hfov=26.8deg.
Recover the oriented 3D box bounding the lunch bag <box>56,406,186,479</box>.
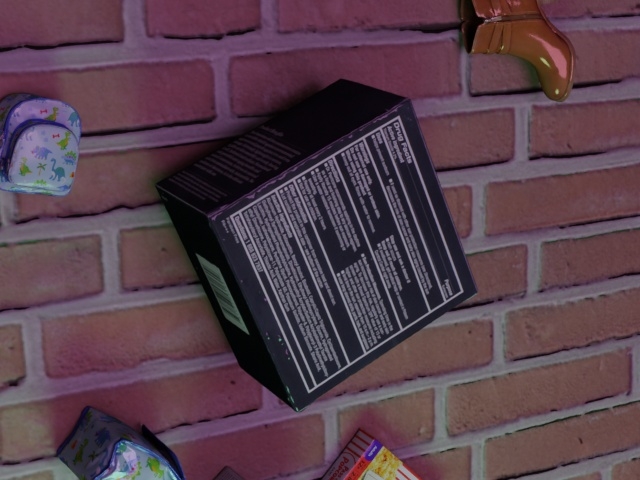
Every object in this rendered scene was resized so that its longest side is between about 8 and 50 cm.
[{"bbox_3d":[-0.236,0.289,1.703,0.151,0.129,0.096,38,83,-31],"label":"lunch bag"}]

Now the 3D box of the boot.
[{"bbox_3d":[0.273,-0.277,1.888,0.152,0.073,0.197,-18,100,-27],"label":"boot"}]

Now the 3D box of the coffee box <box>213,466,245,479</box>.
[{"bbox_3d":[-0.049,0.437,1.752,0.119,0.297,0.168,-46,120,-12],"label":"coffee box"}]

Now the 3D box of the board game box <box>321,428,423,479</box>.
[{"bbox_3d":[0.082,0.389,1.966,0.193,0.045,0.147,43,80,-32],"label":"board game box"}]

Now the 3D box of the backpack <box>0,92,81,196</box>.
[{"bbox_3d":[-0.330,-0.111,1.567,0.105,0.084,0.114,6,97,-34],"label":"backpack"}]

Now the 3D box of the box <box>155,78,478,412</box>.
[{"bbox_3d":[0.000,0.000,1.687,0.294,0.182,0.296,-31,117,-18],"label":"box"}]
